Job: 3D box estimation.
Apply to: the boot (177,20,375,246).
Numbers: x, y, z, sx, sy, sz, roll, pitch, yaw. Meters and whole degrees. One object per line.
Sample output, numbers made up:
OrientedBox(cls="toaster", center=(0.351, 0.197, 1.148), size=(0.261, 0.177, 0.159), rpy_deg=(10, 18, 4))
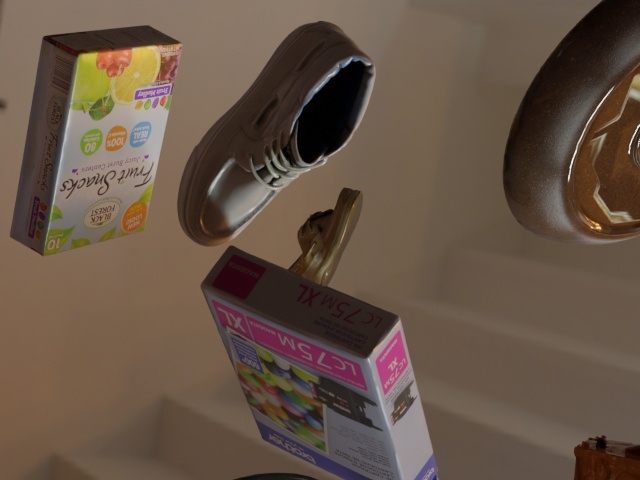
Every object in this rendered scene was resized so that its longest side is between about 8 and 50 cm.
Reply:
OrientedBox(cls="boot", center=(-0.045, -0.091, 1.503), size=(0.095, 0.258, 0.123), rpy_deg=(28, -171, -26))

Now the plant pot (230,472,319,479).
OrientedBox(cls="plant pot", center=(0.026, 0.384, 1.088), size=(0.341, 0.341, 0.334), rpy_deg=(8, -169, -44))

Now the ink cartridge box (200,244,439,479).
OrientedBox(cls="ink cartridge box", center=(0.008, 0.147, 1.464), size=(0.185, 0.065, 0.311), rpy_deg=(22, 152, 28))

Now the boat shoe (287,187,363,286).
OrientedBox(cls="boat shoe", center=(0.000, 0.000, 1.425), size=(0.045, 0.135, 0.050), rpy_deg=(29, -140, 6))

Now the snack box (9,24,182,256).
OrientedBox(cls="snack box", center=(-0.148, -0.067, 1.027), size=(0.037, 0.141, 0.100), rpy_deg=(28, -155, 30))

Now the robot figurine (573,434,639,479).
OrientedBox(cls="robot figurine", center=(0.315, 0.230, 1.076), size=(0.291, 0.211, 0.085), rpy_deg=(9, -172, 25))

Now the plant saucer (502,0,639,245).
OrientedBox(cls="plant saucer", center=(0.304, -0.110, 1.399), size=(0.310, 0.311, 0.050), rpy_deg=(8, -147, -43))
